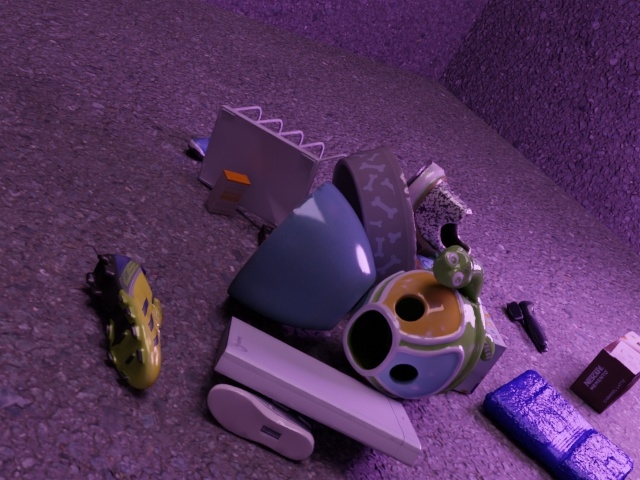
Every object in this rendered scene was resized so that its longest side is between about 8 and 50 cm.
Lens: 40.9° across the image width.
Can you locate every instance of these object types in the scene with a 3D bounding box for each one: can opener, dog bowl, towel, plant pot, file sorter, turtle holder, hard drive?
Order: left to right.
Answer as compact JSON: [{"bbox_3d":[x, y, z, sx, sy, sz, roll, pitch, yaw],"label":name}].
[{"bbox_3d":[-0.109,-0.176,2.015,0.278,0.193,0.173,31,25,20],"label":"file sorter"},{"bbox_3d":[-0.008,0.250,1.459,0.353,0.047,0.233,27,5,-7],"label":"hard drive"},{"bbox_3d":[-0.008,0.057,1.639,0.195,0.290,0.290,42,25,4],"label":"plant pot"},{"bbox_3d":[0.108,-0.035,1.900,0.102,0.349,0.349,-7,35,-11],"label":"dog bowl"},{"bbox_3d":[0.188,0.166,1.598,0.227,0.320,0.243,1,72,-45],"label":"turtle holder"},{"bbox_3d":[0.553,0.225,2.248,0.186,0.073,0.059,-112,176,-49],"label":"can opener"},{"bbox_3d":[0.503,0.402,1.800,0.308,0.076,0.228,42,25,23],"label":"towel"}]

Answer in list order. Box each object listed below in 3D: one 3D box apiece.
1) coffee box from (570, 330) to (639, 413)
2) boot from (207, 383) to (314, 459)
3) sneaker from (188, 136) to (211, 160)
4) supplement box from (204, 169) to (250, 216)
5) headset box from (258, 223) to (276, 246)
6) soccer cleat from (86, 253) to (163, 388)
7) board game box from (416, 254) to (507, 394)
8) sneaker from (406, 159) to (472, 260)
[{"bbox_3d":[0.740,0.325,2.148,0.098,0.141,0.246,43,26,24],"label":"coffee box"},{"bbox_3d":[-0.094,0.276,1.373,0.190,0.069,0.086,35,16,-11],"label":"boot"},{"bbox_3d":[-0.241,-0.238,2.171,0.211,0.081,0.080,2,38,-45],"label":"sneaker"},{"bbox_3d":[-0.209,-0.106,1.927,0.062,0.098,0.036,12,33,-38],"label":"supplement box"},{"bbox_3d":[-0.104,0.005,1.916,0.062,0.032,0.083,22,26,-19],"label":"headset box"},{"bbox_3d":[-0.292,0.125,1.393,0.121,0.093,0.289,20,26,-39],"label":"soccer cleat"},{"bbox_3d":[0.268,0.179,1.876,0.144,0.142,0.275,21,26,-22],"label":"board game box"},{"bbox_3d":[0.255,0.005,1.977,0.158,0.410,0.182,-39,65,-20],"label":"sneaker"}]
